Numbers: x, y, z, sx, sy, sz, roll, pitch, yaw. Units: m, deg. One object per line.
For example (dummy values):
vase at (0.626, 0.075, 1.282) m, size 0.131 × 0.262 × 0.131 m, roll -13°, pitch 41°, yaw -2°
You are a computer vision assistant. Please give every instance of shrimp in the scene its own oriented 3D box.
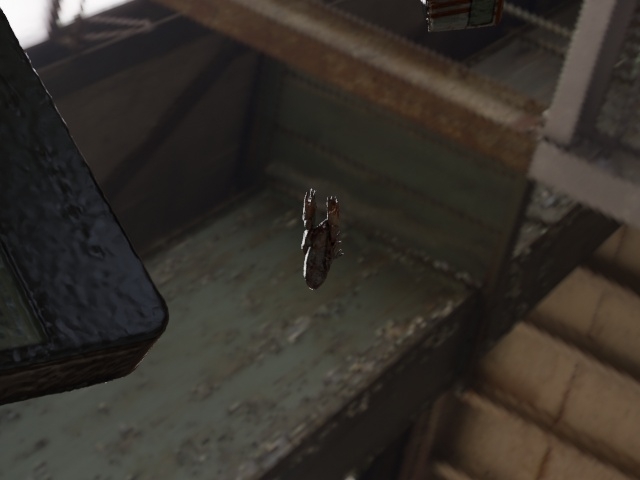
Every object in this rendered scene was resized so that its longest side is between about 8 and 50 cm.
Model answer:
shrimp at (0.003, -0.003, 1.427) m, size 0.038 × 0.029 × 0.092 m, roll -7°, pitch -100°, yaw 26°

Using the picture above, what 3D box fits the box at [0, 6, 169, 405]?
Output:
box at (-0.262, -0.049, 1.066) m, size 0.058 × 0.211 × 0.350 m, roll -50°, pitch -119°, yaw 40°

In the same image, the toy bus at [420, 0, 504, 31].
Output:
toy bus at (0.128, -0.330, 1.375) m, size 0.092 × 0.093 × 0.409 m, roll -3°, pitch -27°, yaw -1°
